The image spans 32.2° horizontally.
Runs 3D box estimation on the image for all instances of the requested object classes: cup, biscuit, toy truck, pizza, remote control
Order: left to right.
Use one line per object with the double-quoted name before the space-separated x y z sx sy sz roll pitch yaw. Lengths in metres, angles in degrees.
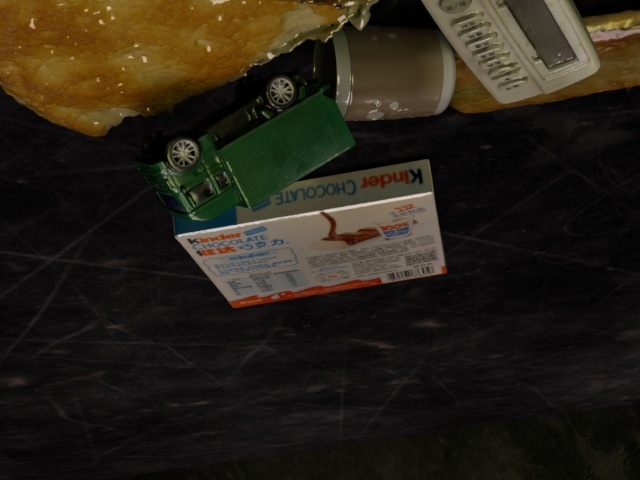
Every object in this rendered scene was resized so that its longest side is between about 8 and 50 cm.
"pizza" -0.098 -0.156 0.767 0.288 0.075 0.280 -9 164 -3
"toy truck" -0.060 -0.070 0.820 0.147 0.079 0.065 -32 -161 -19
"cup" 0.047 -0.126 0.883 0.099 0.074 0.102 -3 159 -15
"remote control" 0.131 -0.173 0.802 0.090 0.049 0.230 -20 152 21
"biscuit" 0.221 -0.154 0.939 0.247 0.029 0.118 -9 162 4

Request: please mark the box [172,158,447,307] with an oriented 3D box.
"box" 0.000 0.000 1.244 0.274 0.048 0.265 -9 160 6
